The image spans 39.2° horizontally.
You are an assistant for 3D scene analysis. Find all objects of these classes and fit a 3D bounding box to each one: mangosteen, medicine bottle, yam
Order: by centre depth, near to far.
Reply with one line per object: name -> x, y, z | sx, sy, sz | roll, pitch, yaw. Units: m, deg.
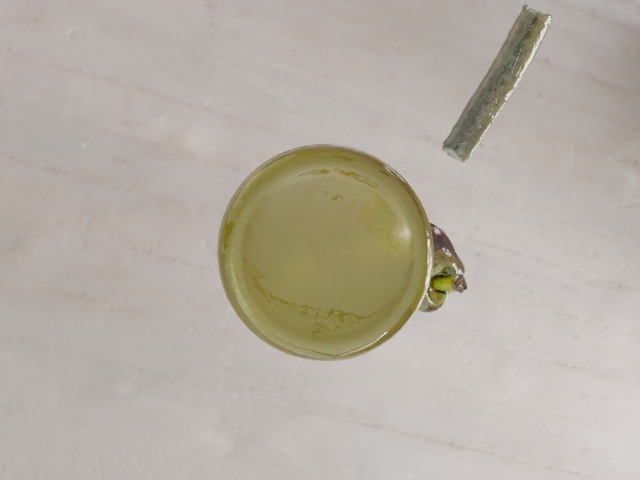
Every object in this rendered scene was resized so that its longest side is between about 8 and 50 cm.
medicine bottle -> 0.000, 0.000, 1.074 | 0.224, 0.384, 0.224 | 0, 95, -1
mangosteen -> 0.165, 0.057, 1.466 | 0.156, 0.145, 0.181 | -24, 53, -24
yam -> 0.389, -0.342, 1.968 | 0.083, 0.083, 0.371 | 29, 93, -6
